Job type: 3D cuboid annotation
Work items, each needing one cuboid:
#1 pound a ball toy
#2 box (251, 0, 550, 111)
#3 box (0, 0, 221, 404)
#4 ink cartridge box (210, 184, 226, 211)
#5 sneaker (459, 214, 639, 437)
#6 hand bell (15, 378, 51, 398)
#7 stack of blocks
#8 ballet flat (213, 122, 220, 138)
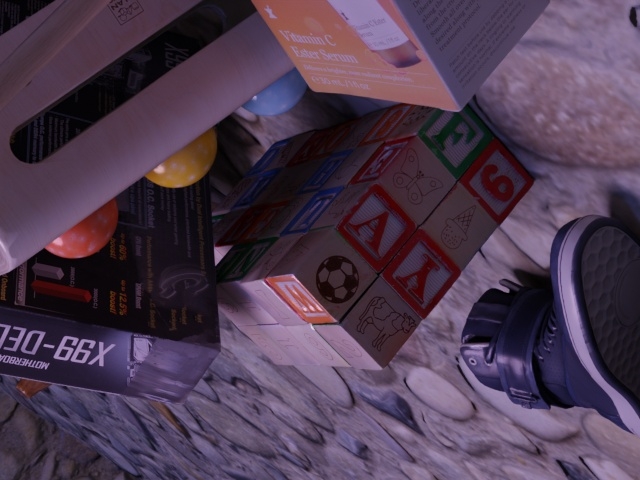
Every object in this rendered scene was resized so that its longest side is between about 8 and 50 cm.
[{"bbox_3d":[-0.115,-0.082,0.833,0.136,0.319,0.208,55,158,-10],"label":"pound a ball toy"},{"bbox_3d":[0.019,-0.165,0.768,0.130,0.091,0.170,15,149,51],"label":"box"},{"bbox_3d":[-0.201,-0.048,1.010,0.242,0.307,0.076,13,137,-24],"label":"box"},{"bbox_3d":[-0.180,-0.046,1.258,0.193,0.088,0.234,38,-174,19],"label":"ink cartridge box"},{"bbox_3d":[0.157,0.051,0.988,0.163,0.086,0.226,20,153,39],"label":"sneaker"},{"bbox_3d":[-0.230,0.071,1.507,0.126,0.242,0.126,35,159,15],"label":"hand bell"},{"bbox_3d":[0.000,0.000,1.039,0.087,0.171,0.297,46,160,-16],"label":"stack of blocks"},{"bbox_3d":[-0.177,-0.142,1.213,0.206,0.067,0.073,42,161,-2],"label":"ballet flat"}]
